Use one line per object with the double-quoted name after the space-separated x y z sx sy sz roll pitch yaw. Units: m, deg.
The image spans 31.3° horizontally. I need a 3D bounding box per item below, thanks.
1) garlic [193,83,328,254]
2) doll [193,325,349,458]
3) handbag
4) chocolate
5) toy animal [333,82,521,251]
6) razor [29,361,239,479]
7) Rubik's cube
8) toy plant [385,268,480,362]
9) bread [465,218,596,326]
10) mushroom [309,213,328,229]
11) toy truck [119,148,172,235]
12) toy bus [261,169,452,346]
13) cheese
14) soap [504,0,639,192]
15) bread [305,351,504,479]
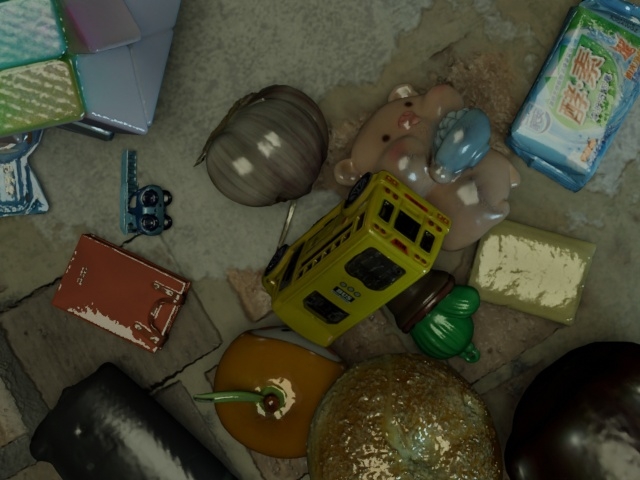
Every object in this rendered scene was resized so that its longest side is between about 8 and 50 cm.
-0.102 -0.112 1.757 0.207 0.207 0.256 11 128 2 "garlic"
-0.065 0.234 1.709 0.213 0.236 0.213 1 93 10 "doll"
-0.312 0.084 1.804 0.190 0.063 0.127 26 94 4 "handbag"
0.438 0.316 1.627 0.384 0.383 0.331 -34 92 4 "chocolate"
0.175 -0.108 1.713 0.210 0.230 0.221 -58 133 -30 "toy animal"
-0.285 0.363 1.790 0.349 0.113 0.204 43 97 0 "razor"
-0.397 -0.309 1.641 0.368 0.358 0.387 18 83 -41 "Rubik's cube"
0.180 0.107 1.752 0.200 0.105 0.143 38 125 -3 "toy plant"
0.322 0.045 1.768 0.178 0.060 0.139 17 93 2 "bread"
0.000 0.000 1.803 0.049 0.019 0.101 31 96 2 "mushroom"
-0.276 -0.075 1.796 0.074 0.063 0.136 2 90 22 "toy truck"
0.032 0.044 1.661 0.145 0.151 0.331 35 136 -14 "toy bus"
-0.500 -0.159 1.803 0.135 0.052 0.244 -5 93 3 "cheese"
0.403 -0.232 1.741 0.156 0.077 0.293 27 94 1 "soap"
0.126 0.307 1.620 0.306 0.159 0.305 3 76 -14 "bread"
